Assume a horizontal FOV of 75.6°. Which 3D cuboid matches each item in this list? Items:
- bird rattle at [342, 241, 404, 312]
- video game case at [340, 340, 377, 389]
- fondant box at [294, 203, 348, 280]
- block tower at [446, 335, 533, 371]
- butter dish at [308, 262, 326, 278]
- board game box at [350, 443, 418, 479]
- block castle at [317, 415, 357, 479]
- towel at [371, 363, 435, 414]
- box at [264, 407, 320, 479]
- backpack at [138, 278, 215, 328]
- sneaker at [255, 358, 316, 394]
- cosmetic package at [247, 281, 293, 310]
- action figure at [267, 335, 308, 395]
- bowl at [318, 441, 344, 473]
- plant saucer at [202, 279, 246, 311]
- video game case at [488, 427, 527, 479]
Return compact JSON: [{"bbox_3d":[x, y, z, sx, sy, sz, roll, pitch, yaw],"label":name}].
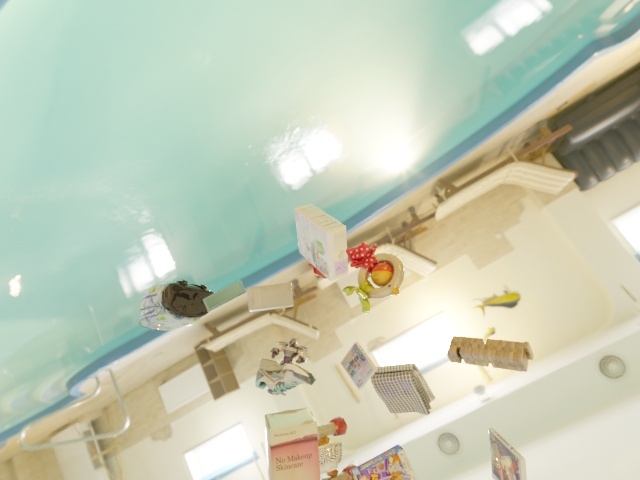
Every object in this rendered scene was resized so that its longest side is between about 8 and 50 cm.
[{"bbox_3d":[0.186,0.116,1.391,0.207,0.253,0.143,-8,137,32],"label":"bird rattle"},{"bbox_3d":[0.159,0.527,1.735,0.019,0.143,0.157,-9,138,-40],"label":"video game case"},{"bbox_3d":[0.000,0.000,1.849,0.096,0.330,0.238,-16,118,-21],"label":"fondant box"},{"bbox_3d":[0.715,0.482,1.767,0.336,0.090,0.097,-6,-140,39],"label":"block tower"},{"bbox_3d":[0.026,0.150,2.210,0.160,0.160,0.118,-56,152,-61],"label":"butter dish"},{"bbox_3d":[0.301,1.054,1.671,0.234,0.346,0.078,-24,173,-10],"label":"board game box"},{"bbox_3d":[-0.017,1.053,1.985,0.213,0.302,0.453,5,147,-41],"label":"block castle"},{"bbox_3d":[0.414,0.758,2.081,0.235,0.283,0.121,-19,-158,29],"label":"towel"},{"bbox_3d":[-0.086,0.660,1.271,0.149,0.232,0.127,-4,180,-14],"label":"box"},{"bbox_3d":[-0.750,0.326,2.058,0.356,0.273,0.290,3,166,38],"label":"backpack"},{"bbox_3d":[-0.138,0.546,1.599,0.283,0.122,0.110,-6,141,39],"label":"sneaker"},{"bbox_3d":[-0.266,0.301,2.192,0.238,0.127,0.107,-4,164,-10],"label":"cosmetic package"},{"bbox_3d":[-0.162,0.592,1.982,0.186,0.284,0.099,4,153,27],"label":"action figure"},{"bbox_3d":[0.022,0.853,1.606,0.170,0.080,0.170,-13,145,-9],"label":"bowl"},{"bbox_3d":[-0.432,0.247,1.849,0.192,0.067,0.018,-28,164,-5],"label":"plant saucer"},{"bbox_3d":[0.646,0.789,1.425,0.023,0.201,0.183,-9,-172,-9],"label":"video game case"}]
